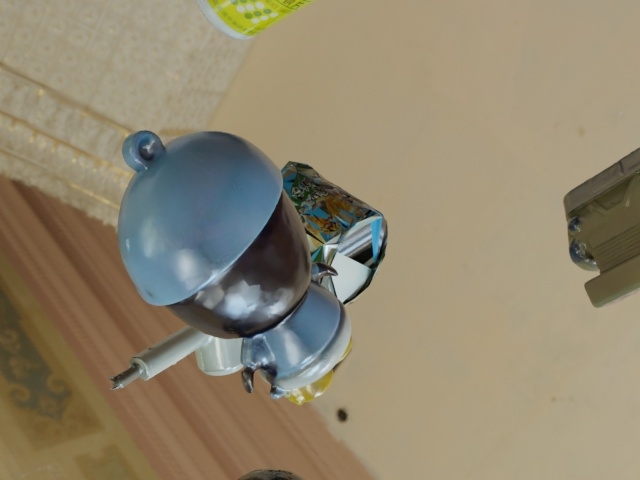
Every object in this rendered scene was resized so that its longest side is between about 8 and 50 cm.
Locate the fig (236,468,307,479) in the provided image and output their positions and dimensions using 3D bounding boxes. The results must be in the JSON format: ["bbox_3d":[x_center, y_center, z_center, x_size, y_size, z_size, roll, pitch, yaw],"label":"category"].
[{"bbox_3d":[-0.011,0.300,0.888,0.184,0.127,0.133,15,-151,-22],"label":"fig"}]

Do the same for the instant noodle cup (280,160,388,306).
[{"bbox_3d":[0.000,0.000,1.600,0.178,0.240,0.240,26,-159,29],"label":"instant noodle cup"}]

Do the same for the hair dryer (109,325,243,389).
[{"bbox_3d":[-0.284,0.220,1.756,0.107,0.173,0.357,2,-162,36],"label":"hair dryer"}]

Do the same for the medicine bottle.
[{"bbox_3d":[-0.037,-0.372,1.153,0.143,0.258,0.143,33,-134,-41],"label":"medicine bottle"}]

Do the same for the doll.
[{"bbox_3d":[-0.080,0.021,0.838,0.314,0.141,0.177,55,-128,-30],"label":"doll"}]

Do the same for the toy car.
[{"bbox_3d":[0.557,0.008,1.360,0.336,0.242,0.226,19,-127,-29],"label":"toy car"}]
